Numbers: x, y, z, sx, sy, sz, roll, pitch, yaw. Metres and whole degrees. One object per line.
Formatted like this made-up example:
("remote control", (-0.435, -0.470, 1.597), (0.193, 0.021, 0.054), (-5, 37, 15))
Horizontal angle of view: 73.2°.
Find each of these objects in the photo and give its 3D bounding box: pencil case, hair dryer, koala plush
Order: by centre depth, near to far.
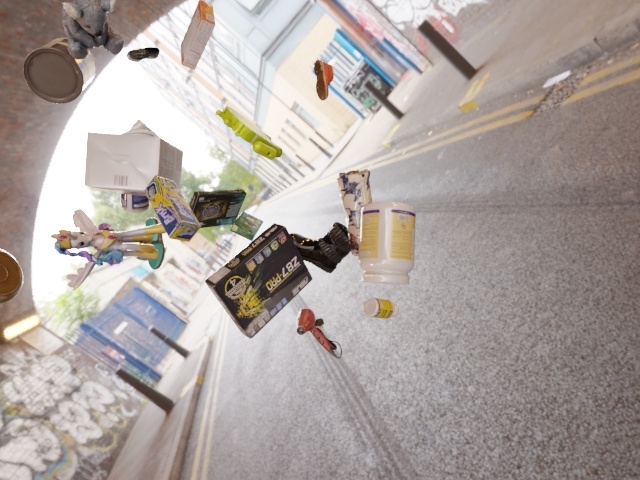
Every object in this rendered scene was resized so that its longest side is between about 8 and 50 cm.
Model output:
("koala plush", (-0.825, -0.791, 1.536), (0.196, 0.203, 0.221), (-24, 11, -27))
("hair dryer", (-0.012, 0.377, 1.809), (0.080, 0.293, 0.224), (-49, 52, 10))
("pencil case", (0.189, -0.129, 2.025), (0.159, 0.411, 0.183), (-13, 5, -11))

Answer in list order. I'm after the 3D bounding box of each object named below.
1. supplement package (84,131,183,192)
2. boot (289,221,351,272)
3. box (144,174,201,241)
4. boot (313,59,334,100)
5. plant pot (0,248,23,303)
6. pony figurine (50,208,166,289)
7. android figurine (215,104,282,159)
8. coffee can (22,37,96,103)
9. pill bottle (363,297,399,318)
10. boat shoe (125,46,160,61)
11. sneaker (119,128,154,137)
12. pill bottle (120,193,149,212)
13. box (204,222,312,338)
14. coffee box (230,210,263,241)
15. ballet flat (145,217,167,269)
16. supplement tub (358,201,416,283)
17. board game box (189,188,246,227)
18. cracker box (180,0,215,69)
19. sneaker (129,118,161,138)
("supplement package", (-0.517, -0.207, 1.221), (0.203, 0.194, 0.149), (-98, 13, -89))
("boot", (0.001, -0.002, 2.259), (0.260, 0.347, 0.131), (-53, 15, 35))
("box", (-0.348, -0.076, 1.011), (0.054, 0.169, 0.059), (-48, -30, 17))
("boot", (0.025, -0.639, 1.731), (0.084, 0.158, 0.059), (-6, 2, -41))
("plant pot", (-1.290, 0.133, 1.716), (0.032, 0.236, 0.236), (-20, 20, 15))
("pony figurine", (-0.792, 0.012, 1.583), (0.351, 0.363, 0.303), (-18, 76, 51))
("android figurine", (-0.251, -0.379, 1.512), (0.056, 0.248, 0.272), (-49, -31, 13))
("coffee can", (-1.032, -0.685, 1.724), (0.201, 0.201, 0.275), (-48, 32, 15))
("pill bottle", (0.207, 0.229, 1.449), (0.065, 0.116, 0.065), (-20, 64, 49))
("boat shoe", (-0.699, -0.740, 1.700), (0.040, 0.049, 0.142), (-26, 7, 44))
("sneaker", (-0.827, -0.396, 1.822), (0.258, 0.091, 0.094), (-22, -19, -22))
("pill bottle", (-0.634, -0.189, 1.476), (0.094, 0.094, 0.169), (-68, -7, -60))
("box", (-0.247, 0.168, 1.832), (0.395, 0.318, 0.097), (-42, 37, -25))
("coffee box", (-0.334, -0.067, 1.969), (0.040, 0.113, 0.184), (-61, 7, 22))
("ballet flat", (-0.854, 0.018, 2.267), (0.095, 0.281, 0.096), (-9, -11, 8))
("supplement tub", (0.283, 0.017, 1.845), (0.241, 0.240, 0.332), (163, 112, -72))
("board game box", (-0.324, -0.097, 1.332), (0.186, 0.026, 0.126), (-11, -43, -51))
("cracker box", (-0.524, -0.870, 1.831), (0.232, 0.067, 0.156), (-45, 46, 38))
("sneaker", (-0.819, -0.480, 2.057), (0.094, 0.212, 0.080), (-47, 51, -2))
